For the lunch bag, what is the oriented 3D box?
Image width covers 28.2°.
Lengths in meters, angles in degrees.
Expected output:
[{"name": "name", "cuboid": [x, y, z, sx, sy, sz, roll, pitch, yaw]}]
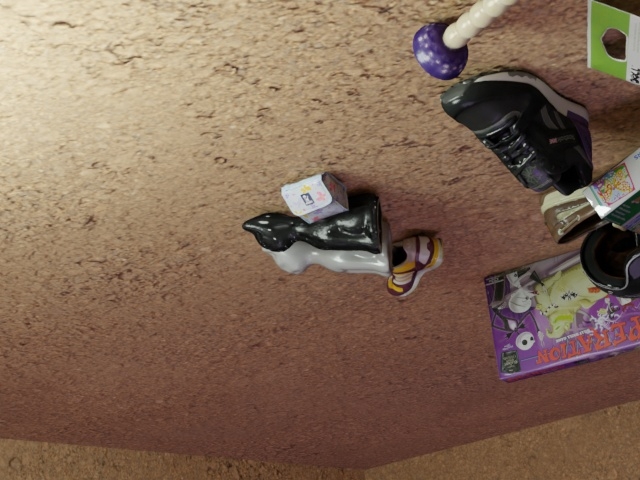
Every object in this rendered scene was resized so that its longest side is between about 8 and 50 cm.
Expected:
[{"name": "lunch bag", "cuboid": [-0.009, -0.064, 1.850, 0.071, 0.053, 0.083, -18, 149, 23]}]

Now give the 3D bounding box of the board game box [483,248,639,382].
[{"name": "board game box", "cuboid": [0.476, 0.121, 2.327, 0.347, 0.208, 0.056, -19, 158, 27]}]

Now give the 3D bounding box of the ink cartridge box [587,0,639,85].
[{"name": "ink cartridge box", "cuboid": [0.451, -0.239, 1.501, 0.255, 0.097, 0.189, 23, 169, 18]}]

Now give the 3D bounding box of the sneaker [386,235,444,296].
[{"name": "sneaker", "cuboid": [0.140, 0.039, 2.191, 0.084, 0.069, 0.185, 9, 150, -20]}]

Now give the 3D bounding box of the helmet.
[{"name": "helmet", "cuboid": [0.525, 0.018, 2.128, 0.169, 0.169, 0.161, -2, 143, -16]}]

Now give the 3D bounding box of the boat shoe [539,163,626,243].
[{"name": "boat shoe", "cuboid": [0.469, -0.059, 1.983, 0.257, 0.095, 0.095, -23, 156, 36]}]

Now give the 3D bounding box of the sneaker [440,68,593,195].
[{"name": "sneaker", "cuboid": [0.272, -0.133, 1.656, 0.283, 0.124, 0.107, 12, 153, -43]}]

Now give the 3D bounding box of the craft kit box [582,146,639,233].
[{"name": "craft kit box", "cuboid": [0.520, -0.105, 1.791, 0.246, 0.061, 0.250, -43, 153, 21]}]

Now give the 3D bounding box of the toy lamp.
[{"name": "toy lamp", "cuboid": [0.196, -0.260, 1.342, 0.080, 0.080, 0.275, 3, 157, -29]}]

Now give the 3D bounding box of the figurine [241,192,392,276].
[{"name": "figurine", "cuboid": [0.000, 0.000, 2.005, 0.209, 0.092, 0.215, -3, 162, 9]}]
